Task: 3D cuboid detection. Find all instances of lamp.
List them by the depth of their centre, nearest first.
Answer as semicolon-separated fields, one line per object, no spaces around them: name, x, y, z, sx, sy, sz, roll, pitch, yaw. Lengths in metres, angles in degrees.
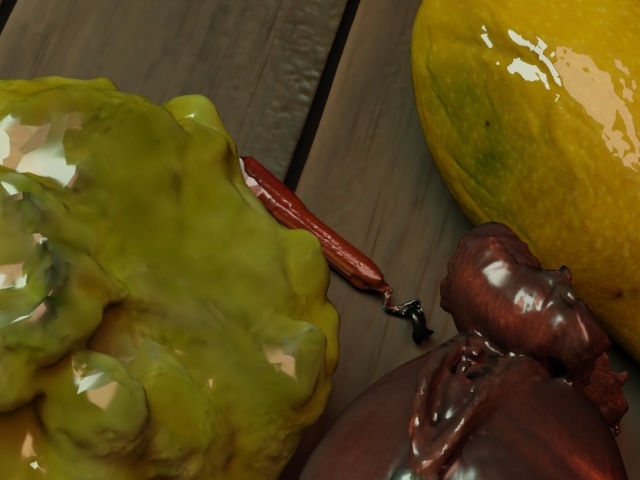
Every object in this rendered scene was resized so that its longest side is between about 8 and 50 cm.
lamp;0.082;0.120;0.537;0.151;0.215;0.223;38;78;27

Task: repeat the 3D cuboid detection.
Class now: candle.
candle;0.001;-0.001;0.672;0.167;0.021;0.026;39;62;5

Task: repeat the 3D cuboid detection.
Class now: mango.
mango;0.191;-0.031;0.674;0.187;0.144;0.359;-42;87;-16

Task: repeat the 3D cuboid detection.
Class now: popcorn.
popcorn;-0.111;0.058;0.538;0.233;0.192;0.266;-13;92;-37
